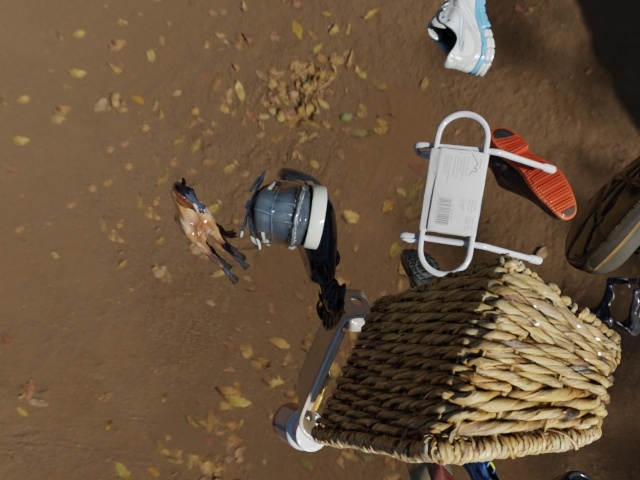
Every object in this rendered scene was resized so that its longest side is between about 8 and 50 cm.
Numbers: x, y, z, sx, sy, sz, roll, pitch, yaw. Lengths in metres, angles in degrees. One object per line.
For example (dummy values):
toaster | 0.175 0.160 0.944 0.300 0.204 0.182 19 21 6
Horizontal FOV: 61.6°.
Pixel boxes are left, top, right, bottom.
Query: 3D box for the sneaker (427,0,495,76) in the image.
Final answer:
sneaker | 0.193 -0.329 0.777 0.083 0.071 0.190 -2 71 -11

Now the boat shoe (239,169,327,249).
boat shoe | -0.051 -0.031 0.636 0.079 0.254 0.095 11 96 -10

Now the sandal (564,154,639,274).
sandal | 0.246 -0.054 0.323 0.060 0.090 0.219 37 110 2

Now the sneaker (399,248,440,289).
sneaker | 0.290 0.147 1.494 0.109 0.130 0.286 -2 49 -29

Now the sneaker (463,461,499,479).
sneaker | 0.436 0.611 1.476 0.069 0.209 0.082 23 108 -24

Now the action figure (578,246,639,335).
action figure | 0.659 0.052 1.095 0.141 0.164 0.275 28 93 -33

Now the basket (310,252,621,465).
basket | 0.162 0.187 0.618 0.213 0.299 0.223 36 62 -11

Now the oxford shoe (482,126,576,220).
oxford shoe | 0.479 -0.141 1.247 0.097 0.098 0.271 -22 64 -23

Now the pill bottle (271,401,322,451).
pill bottle | -0.063 0.567 1.635 0.121 0.221 0.121 4 80 -22

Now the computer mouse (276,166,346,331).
computer mouse | 0.000 0.000 0.858 0.072 0.188 0.272 -17 72 -7

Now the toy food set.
toy food set | 0.033 0.270 1.211 0.092 0.220 0.306 22 97 -6

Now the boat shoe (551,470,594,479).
boat shoe | 0.469 0.599 0.843 0.187 0.500 0.156 15 121 -14

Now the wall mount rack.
wall mount rack | 0.333 -0.084 1.138 0.304 0.130 0.350 9 86 15

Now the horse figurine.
horse figurine | -0.191 -0.017 0.901 0.066 0.263 0.174 -41 101 -5

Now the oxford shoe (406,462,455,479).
oxford shoe | 0.296 0.754 1.415 0.130 0.123 0.348 -18 48 26
